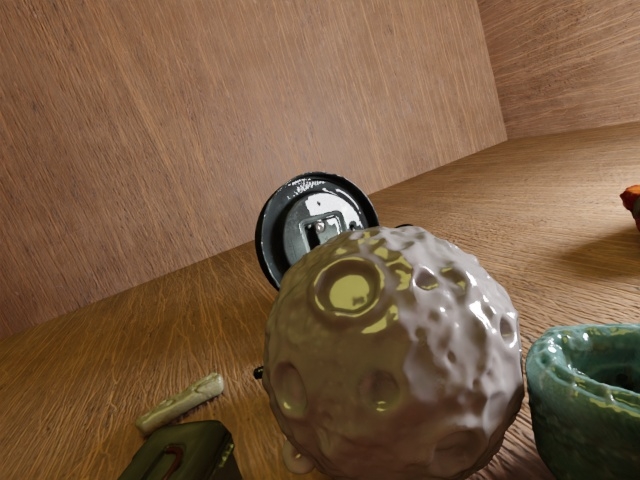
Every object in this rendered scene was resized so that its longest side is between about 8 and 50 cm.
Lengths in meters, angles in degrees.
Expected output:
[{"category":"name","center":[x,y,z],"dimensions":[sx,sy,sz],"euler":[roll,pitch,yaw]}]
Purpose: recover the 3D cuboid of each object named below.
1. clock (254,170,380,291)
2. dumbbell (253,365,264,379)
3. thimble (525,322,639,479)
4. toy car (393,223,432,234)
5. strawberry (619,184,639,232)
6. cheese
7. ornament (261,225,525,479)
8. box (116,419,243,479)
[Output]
[{"category":"clock","center":[0.000,0.000,1.203],"dimensions":[0.386,0.386,0.076],"euler":[-26,10,-28]},{"category":"dumbbell","center":[0.027,0.211,0.807],"dimensions":[0.325,0.143,0.143],"euler":[-18,13,7]},{"category":"thimble","center":[0.334,0.183,0.454],"dimensions":[0.198,0.143,0.235],"euler":[-14,13,-21]},{"category":"toy car","center":[0.151,0.083,1.091],"dimensions":[0.301,0.193,0.118],"euler":[-16,27,16]},{"category":"strawberry","center":[0.816,-0.072,0.896],"dimensions":[0.336,0.149,0.265],"euler":[-15,2,-33]},{"category":"cheese","center":[-0.299,0.350,0.923],"dimensions":[0.194,0.043,0.065],"euler":[-26,16,-27]},{"category":"ornament","center":[0.098,0.147,0.561],"dimensions":[0.337,0.337,0.337],"euler":[-18,13,4]},{"category":"box","center":[-0.197,0.353,0.566],"dimensions":[0.147,0.129,0.210],"euler":[-15,12,17]}]
